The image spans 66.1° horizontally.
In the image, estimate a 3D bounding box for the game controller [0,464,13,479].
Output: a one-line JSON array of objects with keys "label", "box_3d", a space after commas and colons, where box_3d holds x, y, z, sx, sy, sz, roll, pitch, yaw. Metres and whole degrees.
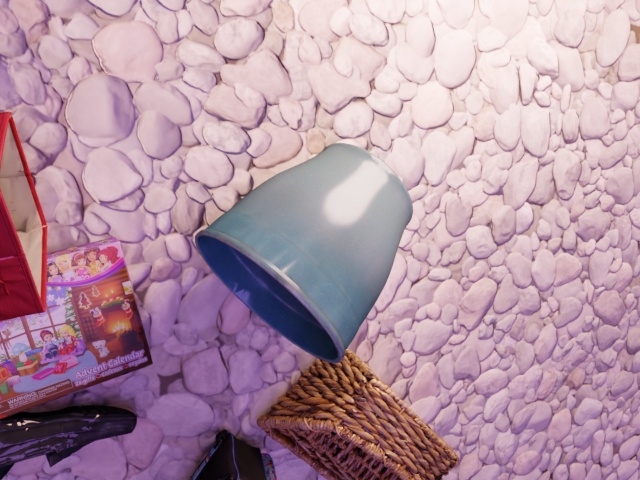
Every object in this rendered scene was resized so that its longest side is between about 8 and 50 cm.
[{"label": "game controller", "box_3d": [-0.593, 0.273, 0.673, 0.319, 0.067, 0.166, 43, 70, -26]}]

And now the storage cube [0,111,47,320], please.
[{"label": "storage cube", "box_3d": [-0.438, -0.021, 0.556, 0.193, 0.215, 0.183, -10, 130, -20]}]

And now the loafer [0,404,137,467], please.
[{"label": "loafer", "box_3d": [-0.391, 0.293, 0.732, 0.224, 0.076, 0.078, 5, 83, -33]}]

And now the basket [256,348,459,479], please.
[{"label": "basket", "box_3d": [0.076, 0.372, 0.886, 0.223, 0.213, 0.299, -45, 115, -8]}]

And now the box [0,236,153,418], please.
[{"label": "box", "box_3d": [-0.408, 0.129, 0.686, 0.294, 0.057, 0.200, -17, 106, -25]}]

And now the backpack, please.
[{"label": "backpack", "box_3d": [-0.167, 0.443, 0.832, 0.117, 0.158, 0.173, 37, 89, -19]}]

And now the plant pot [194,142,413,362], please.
[{"label": "plant pot", "box_3d": [0.000, 0.000, 0.749, 0.255, 0.272, 0.271, -48, 116, -22]}]
